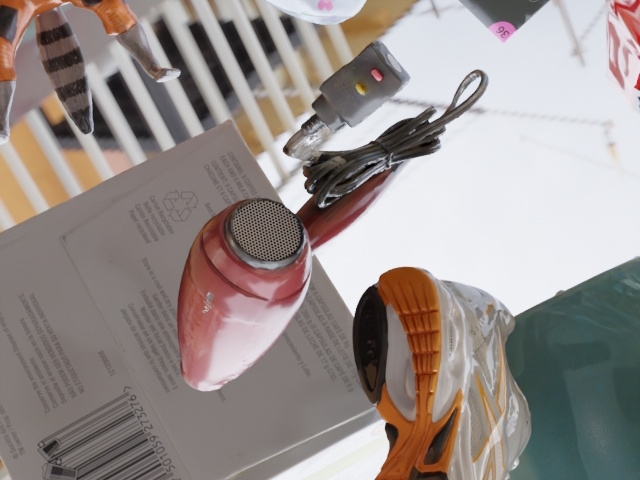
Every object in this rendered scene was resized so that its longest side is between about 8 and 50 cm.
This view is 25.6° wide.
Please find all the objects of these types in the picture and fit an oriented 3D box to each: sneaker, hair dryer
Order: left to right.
[{"bbox_3d":[0.000,0.000,0.938,0.293,0.080,0.224,-46,161,16],"label":"hair dryer"},{"bbox_3d":[0.095,0.150,0.916,0.121,0.262,0.099,6,172,-42],"label":"sneaker"}]

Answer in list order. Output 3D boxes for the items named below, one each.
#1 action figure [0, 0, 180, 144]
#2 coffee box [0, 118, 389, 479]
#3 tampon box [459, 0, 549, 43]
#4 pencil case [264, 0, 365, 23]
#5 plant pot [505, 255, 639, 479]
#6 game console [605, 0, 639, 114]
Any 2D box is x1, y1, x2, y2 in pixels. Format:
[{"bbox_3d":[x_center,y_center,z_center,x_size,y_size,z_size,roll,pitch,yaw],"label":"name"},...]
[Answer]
[{"bbox_3d":[-0.341,-0.254,1.404,0.341,0.330,0.178,-24,174,1],"label":"action figure"},{"bbox_3d":[-0.138,0.148,1.403,0.338,0.334,0.337,-28,-111,-7],"label":"coffee box"},{"bbox_3d":[0.244,-0.359,1.794,0.161,0.120,0.101,-43,-154,18],"label":"tampon box"},{"bbox_3d":[0.038,-0.242,0.716,0.124,0.273,0.113,-6,-129,-51],"label":"pencil case"},{"bbox_3d":[0.229,0.150,1.080,0.293,0.235,0.293,-26,172,-4],"label":"plant pot"},{"bbox_3d":[0.304,-0.172,0.587,0.387,0.060,0.342,-22,171,8],"label":"game console"}]
